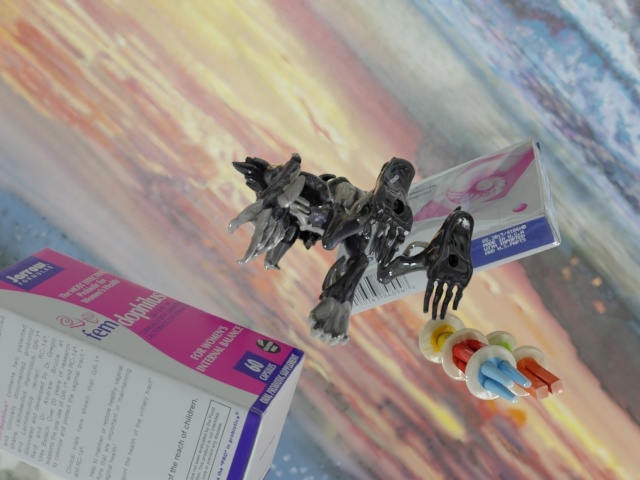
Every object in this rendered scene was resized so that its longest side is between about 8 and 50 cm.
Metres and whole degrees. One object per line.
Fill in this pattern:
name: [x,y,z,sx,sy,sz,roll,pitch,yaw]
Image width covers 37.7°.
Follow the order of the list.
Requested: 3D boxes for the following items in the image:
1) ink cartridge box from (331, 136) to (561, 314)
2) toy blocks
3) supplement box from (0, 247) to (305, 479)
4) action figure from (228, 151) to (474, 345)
ink cartridge box: [0.185,-0.046,1.430,0.071,0.324,0.330,60,-160,-25]
toy blocks: [0.177,0.124,0.895,0.123,0.054,0.148,18,-174,-23]
supplement box: [-0.138,0.105,0.666,0.220,0.114,0.111,20,-161,8]
action figure: [0.000,0.000,0.818,0.164,0.141,0.276,39,164,-26]
